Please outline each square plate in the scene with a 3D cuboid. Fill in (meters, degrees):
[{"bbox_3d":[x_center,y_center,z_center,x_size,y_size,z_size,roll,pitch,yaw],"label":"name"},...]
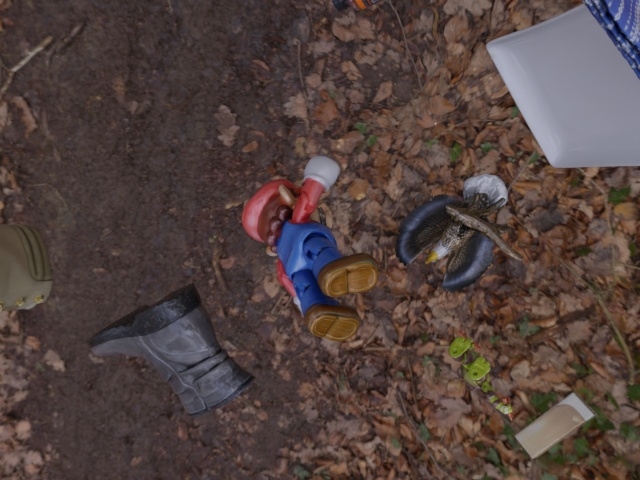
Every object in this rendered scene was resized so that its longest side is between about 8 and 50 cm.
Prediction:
[{"bbox_3d":[0.529,-0.294,0.910,0.049,0.347,0.344,-42,108,-9],"label":"square plate"}]

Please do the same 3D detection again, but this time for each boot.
[{"bbox_3d":[-0.432,0.093,0.558,0.095,0.203,0.261,-5,81,11],"label":"boot"},{"bbox_3d":[-0.288,0.229,0.850,0.338,0.118,0.222,-22,100,41],"label":"boot"}]

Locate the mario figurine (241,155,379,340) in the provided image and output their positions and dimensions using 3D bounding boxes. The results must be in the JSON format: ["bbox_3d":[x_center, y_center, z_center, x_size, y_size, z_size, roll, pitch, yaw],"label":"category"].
[{"bbox_3d":[0.000,0.000,0.725,0.198,0.320,0.170,-41,130,6],"label":"mario figurine"}]

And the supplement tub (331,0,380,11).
[{"bbox_3d":[0.115,-0.578,1.011,0.198,0.106,0.106,-15,100,26],"label":"supplement tub"}]

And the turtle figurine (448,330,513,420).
[{"bbox_3d":[0.387,0.323,1.176,0.087,0.269,0.217,-30,139,11],"label":"turtle figurine"}]

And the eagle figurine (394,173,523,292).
[{"bbox_3d":[0.321,-0.006,1.120,0.225,0.298,0.226,-9,74,-5],"label":"eagle figurine"}]

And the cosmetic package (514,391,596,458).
[{"bbox_3d":[0.368,0.289,0.722,0.115,0.060,0.041,-46,53,15],"label":"cosmetic package"}]

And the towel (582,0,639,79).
[{"bbox_3d":[0.434,-0.296,0.555,0.336,0.040,0.243,30,79,-28],"label":"towel"}]
